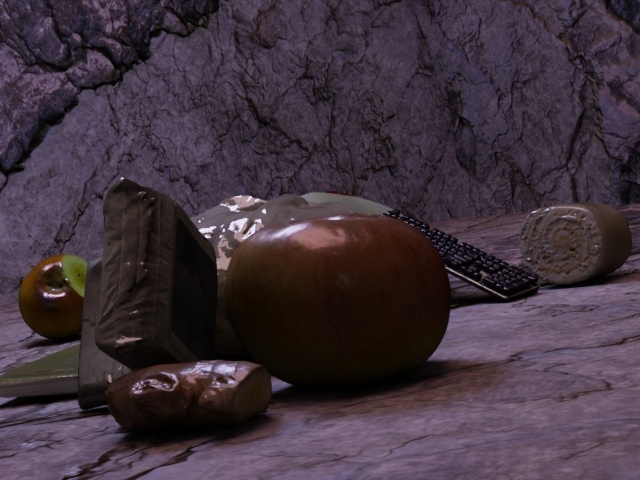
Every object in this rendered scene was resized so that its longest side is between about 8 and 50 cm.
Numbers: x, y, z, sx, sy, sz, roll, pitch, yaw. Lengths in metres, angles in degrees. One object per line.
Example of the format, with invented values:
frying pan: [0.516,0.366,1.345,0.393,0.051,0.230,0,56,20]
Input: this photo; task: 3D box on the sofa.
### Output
sofa: [-0.229,0.068,1.424,0.176,0.210,0.225,-5,-21,12]

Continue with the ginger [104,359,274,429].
ginger: [-0.153,0.160,1.275,0.213,0.074,0.137,-3,-12,30]

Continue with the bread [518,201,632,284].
bread: [0.421,0.003,2.034,0.148,0.134,0.141,8,7,33]

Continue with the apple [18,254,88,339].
apple: [-0.496,0.109,2.359,0.163,0.146,0.147,-44,-15,-7]

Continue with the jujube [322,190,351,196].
jujube: [0.000,0.000,2.783,0.223,0.223,0.318,-10,-4,-21]

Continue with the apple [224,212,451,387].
apple: [0.023,0.066,1.408,0.261,0.194,0.261,-6,4,0]

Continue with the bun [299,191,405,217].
bun: [0.049,0.034,2.190,0.283,0.179,0.283,12,20,-4]

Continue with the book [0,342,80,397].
book: [-0.287,0.174,1.762,0.239,0.035,0.352,-5,3,12]

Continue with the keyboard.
keyboard: [0.212,0.019,2.031,0.317,0.027,0.106,27,28,36]

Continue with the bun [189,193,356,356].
bun: [-0.074,0.045,1.734,0.365,0.219,0.365,-4,5,0]
